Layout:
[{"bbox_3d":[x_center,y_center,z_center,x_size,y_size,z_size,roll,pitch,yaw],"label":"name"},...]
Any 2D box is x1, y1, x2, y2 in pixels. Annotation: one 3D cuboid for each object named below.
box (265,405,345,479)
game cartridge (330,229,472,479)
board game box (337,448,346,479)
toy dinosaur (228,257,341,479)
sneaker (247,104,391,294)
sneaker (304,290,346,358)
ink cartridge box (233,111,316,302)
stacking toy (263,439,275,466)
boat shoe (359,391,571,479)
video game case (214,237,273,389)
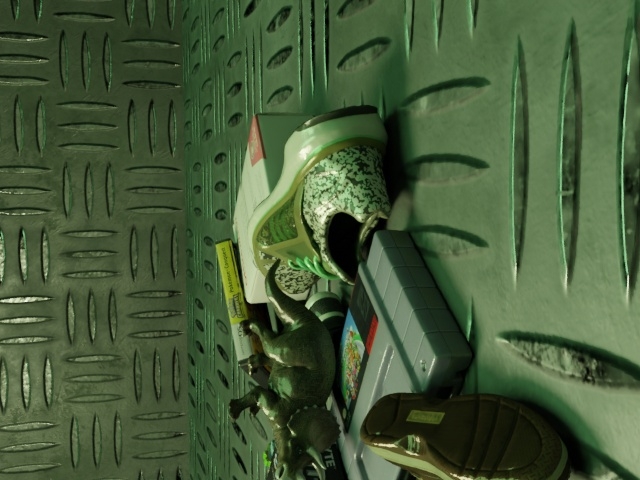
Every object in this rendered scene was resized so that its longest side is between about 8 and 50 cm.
[{"bbox_3d":[-0.012,0.443,1.178,0.293,0.073,0.296,101,158,-49],"label":"box"},{"bbox_3d":[0.081,0.189,0.993,0.230,0.068,0.355,-117,30,-47],"label":"game cartridge"},{"bbox_3d":[0.022,0.447,1.259,0.126,0.026,0.186,115,149,-55],"label":"board game box"},{"bbox_3d":[-0.037,0.186,1.099,0.121,0.160,0.314,50,-138,-61],"label":"toy dinosaur"},{"bbox_3d":[0.000,0.000,1.102,0.410,0.158,0.182,112,146,-56],"label":"sneaker"},{"bbox_3d":[-0.004,0.199,1.232,0.121,0.079,0.217,-111,27,-52],"label":"sneaker"},{"bbox_3d":[-0.070,-0.052,1.365,0.283,0.117,0.207,108,154,-50],"label":"ink cartridge box"},{"bbox_3d":[-0.065,0.436,1.517,0.221,0.052,0.167,-110,26,-51],"label":"stacking toy"},{"bbox_3d":[0.148,0.205,0.749,0.095,0.095,0.257,-51,21,-20],"label":"boat shoe"},{"bbox_3d":[-0.133,0.159,1.524,0.275,0.035,0.248,67,-173,-65],"label":"video game case"}]
